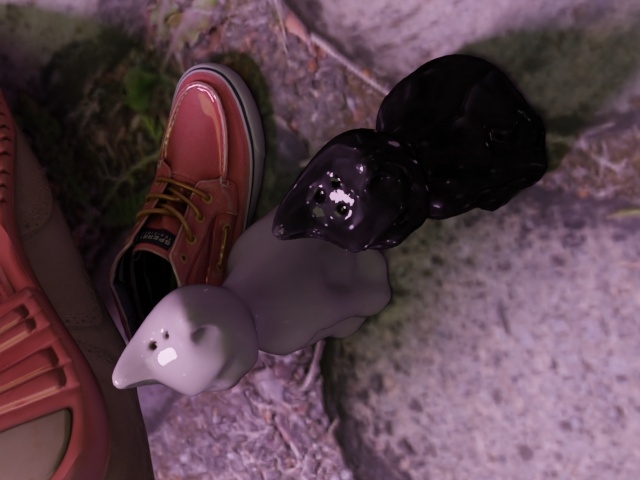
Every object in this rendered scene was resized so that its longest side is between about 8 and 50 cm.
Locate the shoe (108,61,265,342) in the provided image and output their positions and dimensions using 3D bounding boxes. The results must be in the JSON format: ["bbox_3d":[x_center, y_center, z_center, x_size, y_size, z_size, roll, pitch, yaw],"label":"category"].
[{"bbox_3d":[-0.081,-0.016,0.973,0.063,0.081,0.178,11,106,22],"label":"shoe"}]

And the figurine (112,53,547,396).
[{"bbox_3d":[0.000,0.000,0.868,0.215,0.209,0.092,-42,83,27],"label":"figurine"}]

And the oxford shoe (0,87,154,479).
[{"bbox_3d":[-0.204,0.030,0.975,0.140,0.146,0.397,-29,54,7],"label":"oxford shoe"}]
